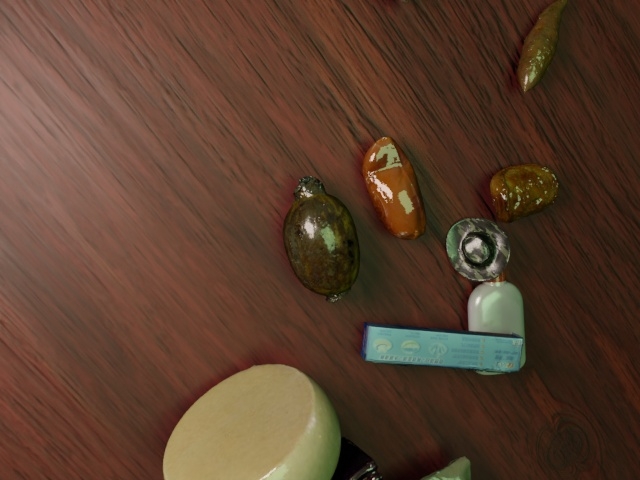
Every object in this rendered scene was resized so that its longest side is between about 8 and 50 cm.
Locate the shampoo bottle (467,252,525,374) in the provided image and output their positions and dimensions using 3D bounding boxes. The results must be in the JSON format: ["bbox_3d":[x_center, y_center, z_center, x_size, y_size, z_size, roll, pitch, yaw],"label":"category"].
[{"bbox_3d":[0.319,0.130,1.183,0.108,0.051,0.221,-6,97,-12],"label":"shampoo bottle"}]

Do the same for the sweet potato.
[{"bbox_3d":[0.396,-0.352,1.165,0.068,0.060,0.206,29,84,-55],"label":"sweet potato"}]

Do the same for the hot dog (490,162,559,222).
[{"bbox_3d":[0.362,-0.086,1.171,0.147,0.065,0.099,-22,101,-26],"label":"hot dog"}]

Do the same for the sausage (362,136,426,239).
[{"bbox_3d":[0.124,-0.084,1.091,0.089,0.089,0.179,-21,98,-15],"label":"sausage"}]

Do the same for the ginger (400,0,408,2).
[{"bbox_3d":[0.203,-0.502,1.085,0.290,0.084,0.122,-40,127,-14],"label":"ginger"}]

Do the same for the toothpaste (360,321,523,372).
[{"bbox_3d":[0.209,0.185,1.127,0.272,0.053,0.066,5,92,-5],"label":"toothpaste"}]

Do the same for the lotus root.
[{"bbox_3d":[0.000,0.000,1.034,0.120,0.120,0.209,-19,104,-15],"label":"lotus root"}]

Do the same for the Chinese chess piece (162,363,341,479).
[{"bbox_3d":[-0.100,0.303,0.956,0.273,0.273,0.102,-33,118,-12],"label":"Chinese chess piece"}]

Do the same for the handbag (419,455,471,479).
[{"bbox_3d":[0.179,0.565,1.151,0.253,0.109,0.315,-15,105,-12],"label":"handbag"}]

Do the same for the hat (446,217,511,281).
[{"bbox_3d":[0.272,0.014,1.139,0.121,0.050,0.121,-2,85,21],"label":"hat"}]

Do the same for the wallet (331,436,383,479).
[{"bbox_3d":[-0.019,0.397,0.999,0.221,0.262,0.071,-32,83,-11],"label":"wallet"}]
